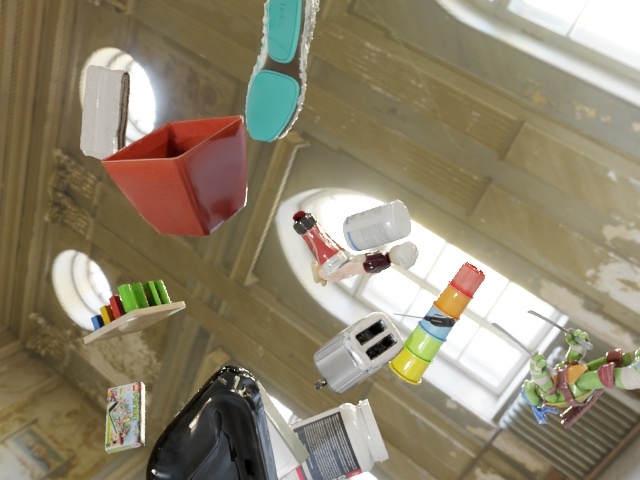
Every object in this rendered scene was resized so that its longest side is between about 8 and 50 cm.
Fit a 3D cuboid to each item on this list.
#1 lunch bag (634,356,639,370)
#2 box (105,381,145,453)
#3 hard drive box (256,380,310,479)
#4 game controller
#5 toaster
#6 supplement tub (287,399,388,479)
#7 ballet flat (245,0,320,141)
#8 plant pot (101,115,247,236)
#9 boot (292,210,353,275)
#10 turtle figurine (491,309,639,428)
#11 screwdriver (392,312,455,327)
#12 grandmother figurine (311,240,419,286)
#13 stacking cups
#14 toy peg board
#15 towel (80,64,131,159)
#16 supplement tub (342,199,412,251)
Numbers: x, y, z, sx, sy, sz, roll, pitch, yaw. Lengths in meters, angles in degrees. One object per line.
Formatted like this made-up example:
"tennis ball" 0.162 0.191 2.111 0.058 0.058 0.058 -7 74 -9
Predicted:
"lunch bag" 0.452 0.155 0.724 0.053 0.071 0.083 5 -52 -18
"box" -0.618 0.558 1.821 0.114 0.207 0.036 -14 -41 -3
"hard drive box" -0.171 0.502 1.433 0.181 0.232 0.089 -39 -15 7
"game controller" -0.106 0.301 0.646 0.166 0.067 0.319 -38 -50 -45
"toaster" 0.089 0.261 1.348 0.227 0.129 0.146 -21 -19 -45
"supplement tub" 0.033 0.571 1.594 0.272 0.191 0.191 -21 -21 -1
"ballet flat" -0.075 -0.423 1.356 0.147 0.147 0.409 -37 -26 -47
"plant pot" -0.340 -0.157 1.482 0.267 0.267 0.236 -49 -48 -46
"boot" 0.000 0.000 1.492 0.088 0.176 0.244 -38 -7 1
"turtle figurine" 0.505 0.223 1.147 0.198 0.266 0.275 27 -125 -40
"screwdriver" 0.189 0.144 1.090 0.024 0.170 0.025 -35 -69 -27
"grandmother figurine" 0.145 0.070 1.823 0.208 0.342 0.104 16 -118 -69
"stacking cups" 0.289 0.198 1.374 0.316 0.096 0.096 -57 -16 15
"toy peg board" -0.418 0.151 1.268 0.160 0.079 0.161 -27 -11 24
"towel" -0.660 -0.384 1.748 0.049 0.187 0.282 -12 -64 -55
"supplement tub" 0.098 -0.024 1.011 0.107 0.071 0.071 -16 8 34
